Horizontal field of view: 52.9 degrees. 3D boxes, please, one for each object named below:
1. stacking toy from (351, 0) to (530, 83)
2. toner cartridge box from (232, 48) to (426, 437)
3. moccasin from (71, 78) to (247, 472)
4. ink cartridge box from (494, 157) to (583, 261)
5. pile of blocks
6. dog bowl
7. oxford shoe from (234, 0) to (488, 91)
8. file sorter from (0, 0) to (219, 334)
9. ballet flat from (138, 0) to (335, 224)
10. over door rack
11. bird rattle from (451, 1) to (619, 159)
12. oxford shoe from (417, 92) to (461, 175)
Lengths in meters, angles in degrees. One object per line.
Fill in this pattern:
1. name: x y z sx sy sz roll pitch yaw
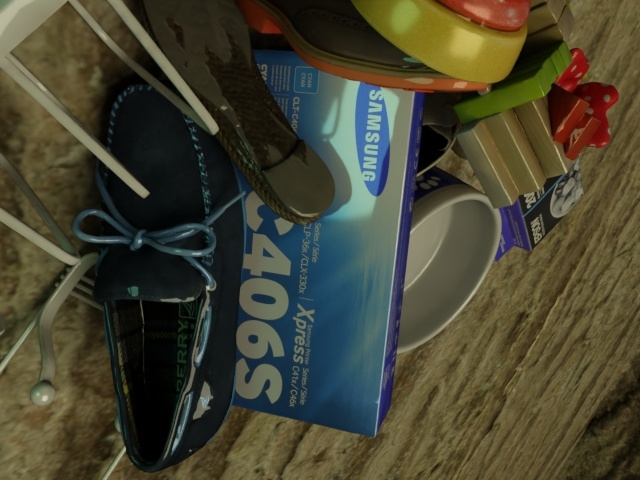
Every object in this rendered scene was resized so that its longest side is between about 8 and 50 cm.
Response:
1. stacking toy: -0.007 -0.245 0.366 0.309 0.279 0.130 4 139 -30
2. toner cartridge box: 0.000 0.000 0.623 0.075 0.165 0.347 -28 123 -72
3. moccasin: -0.126 0.034 0.553 0.117 0.138 0.342 -37 120 -72
4. ink cartridge box: 0.372 -0.069 1.127 0.208 0.045 0.206 -45 142 -4
5. pile of blocks: 0.170 -0.218 0.576 0.149 0.113 0.362 -14 89 -44
6. dog bowl: 0.129 0.027 0.917 0.265 0.104 0.265 -26 137 -28
7. oxford shoe: 0.021 -0.188 0.493 0.097 0.271 0.098 -14 130 -42
8. file sorter: -0.238 -0.063 0.411 0.278 0.193 0.173 -45 145 -7
9. ballet flat: -0.073 -0.120 0.544 0.084 0.058 0.250 -37 98 -23
10. over door rack: -0.253 0.195 0.676 0.324 0.108 0.239 -47 141 -3
11. bird rattle: 0.246 -0.166 0.777 0.143 0.253 0.207 35 133 -25
12. oxford shoe: 0.119 -0.165 0.711 0.397 0.146 0.140 -52 142 2
